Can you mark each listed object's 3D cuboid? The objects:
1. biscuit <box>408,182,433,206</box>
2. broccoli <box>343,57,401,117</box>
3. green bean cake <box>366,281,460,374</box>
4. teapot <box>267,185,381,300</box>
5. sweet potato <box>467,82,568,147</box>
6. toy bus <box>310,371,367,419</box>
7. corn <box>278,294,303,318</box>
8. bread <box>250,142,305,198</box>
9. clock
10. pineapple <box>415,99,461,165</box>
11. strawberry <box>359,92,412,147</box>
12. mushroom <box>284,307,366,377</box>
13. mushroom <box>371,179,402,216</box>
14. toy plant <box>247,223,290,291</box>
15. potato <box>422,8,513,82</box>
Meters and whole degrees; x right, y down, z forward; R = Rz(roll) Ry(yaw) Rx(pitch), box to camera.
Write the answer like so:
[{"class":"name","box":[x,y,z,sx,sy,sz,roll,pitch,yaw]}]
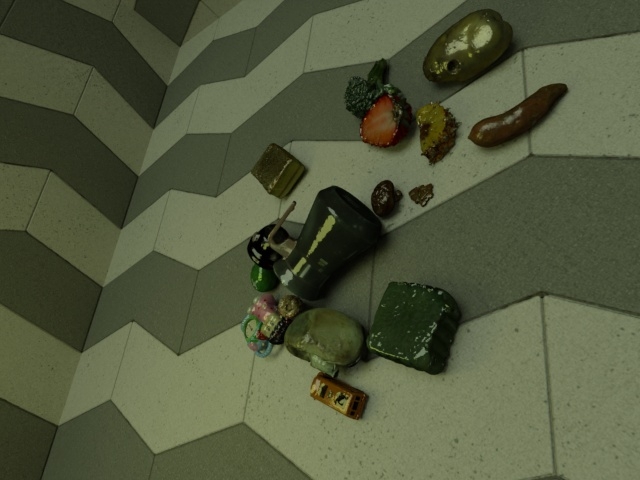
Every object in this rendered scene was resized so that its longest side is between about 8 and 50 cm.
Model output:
[{"class":"biscuit","box":[0.325,-0.152,1.381,0.092,0.016,0.082,19,82,44]},{"class":"broccoli","box":[0.217,-0.597,1.626,0.198,0.177,0.275,21,70,51]},{"class":"green bean cake","box":[0.259,0.231,1.166,0.222,0.124,0.228,6,71,46]},{"class":"teapot","box":[0.000,0.000,1.410,0.344,0.300,0.253,-51,6,15]},{"class":"sweet potato","box":[0.570,-0.352,1.220,0.291,0.097,0.098,-27,52,19]},{"class":"toy bus","box":[0.038,0.456,1.268,0.194,0.088,0.084,10,74,45]},{"class":"corn","box":[-0.096,0.222,1.429,0.079,0.237,0.080,0,81,1]},{"class":"bread","box":[-0.184,-0.305,1.851,0.184,0.110,0.234,-53,43,11]},{"class":"clock","box":[-0.194,0.318,1.543,0.195,0.100,0.194,38,99,48]},{"class":"pineapple","box":[0.389,-0.370,1.393,0.135,0.079,0.234,-18,58,32]},{"class":"strawberry","box":[0.246,-0.421,1.536,0.236,0.111,0.191,-6,88,60]},{"class":"mushroom","box":[0.000,0.291,1.310,0.266,0.164,0.190,3,58,59]},{"class":"mushroom","box":[0.213,-0.142,1.425,0.109,0.085,0.126,-27,47,30]},{"class":"toy plant","box":[-0.203,0.064,1.646,0.218,0.175,0.235,-101,29,-42]},{"class":"potato","box":[0.479,-0.633,1.408,0.296,0.141,0.192,-21,72,32]}]
